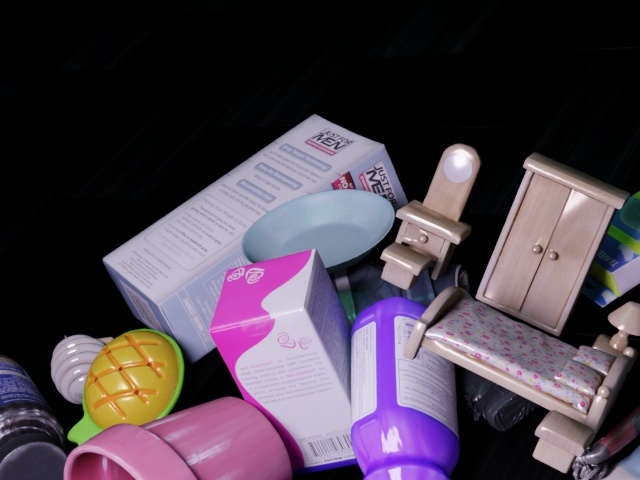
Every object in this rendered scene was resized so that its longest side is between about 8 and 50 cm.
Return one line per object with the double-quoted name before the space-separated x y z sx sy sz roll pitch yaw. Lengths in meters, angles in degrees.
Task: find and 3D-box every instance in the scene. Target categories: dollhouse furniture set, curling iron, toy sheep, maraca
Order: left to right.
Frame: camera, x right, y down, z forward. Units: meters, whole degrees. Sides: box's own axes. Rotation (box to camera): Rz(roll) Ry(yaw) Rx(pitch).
"toy sheep" -0.304 0.168 1.700 0.091 0.091 0.132 -27 37 -4
"maraca" -0.237 0.193 1.609 0.127 0.099 0.186 12 65 24
"dollhouse furniture set" 0.180 0.032 1.310 0.303 0.174 0.355 25 21 15
"curling iron" 0.341 0.152 1.322 0.274 0.035 0.068 -36 6 -24

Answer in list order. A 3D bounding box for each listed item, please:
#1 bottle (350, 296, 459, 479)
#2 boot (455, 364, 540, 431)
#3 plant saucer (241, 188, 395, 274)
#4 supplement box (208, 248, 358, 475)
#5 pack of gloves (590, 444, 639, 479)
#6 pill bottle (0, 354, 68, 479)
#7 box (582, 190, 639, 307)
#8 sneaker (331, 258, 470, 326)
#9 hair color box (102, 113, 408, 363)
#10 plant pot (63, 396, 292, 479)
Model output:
"bottle" 0.087 0.196 1.355 0.092 0.118 0.283 -32 40 32
"boot" 0.202 0.151 1.426 0.121 0.045 0.099 -34 30 -13
"plant saucer" 0.000 0.000 1.622 0.195 0.037 0.195 -11 30 7
"supplement box" -0.021 0.134 1.428 0.111 0.220 0.114 -13 34 17
"pack of gloves" 0.336 0.225 1.198 0.232 0.046 0.195 -35 9 -8
"pill bottle" -0.385 0.236 1.615 0.123 0.123 0.219 -33 33 -14
"box" 0.368 -0.002 1.537 0.178 0.042 0.109 -30 32 -11
"sneaker" 0.096 0.060 1.596 0.163 0.086 0.226 -13 24 2
"hair color box" -0.087 -0.011 1.788 0.374 0.113 0.185 -36 34 -17
"plant pot" -0.137 0.259 1.369 0.201 0.201 0.180 13 32 44
